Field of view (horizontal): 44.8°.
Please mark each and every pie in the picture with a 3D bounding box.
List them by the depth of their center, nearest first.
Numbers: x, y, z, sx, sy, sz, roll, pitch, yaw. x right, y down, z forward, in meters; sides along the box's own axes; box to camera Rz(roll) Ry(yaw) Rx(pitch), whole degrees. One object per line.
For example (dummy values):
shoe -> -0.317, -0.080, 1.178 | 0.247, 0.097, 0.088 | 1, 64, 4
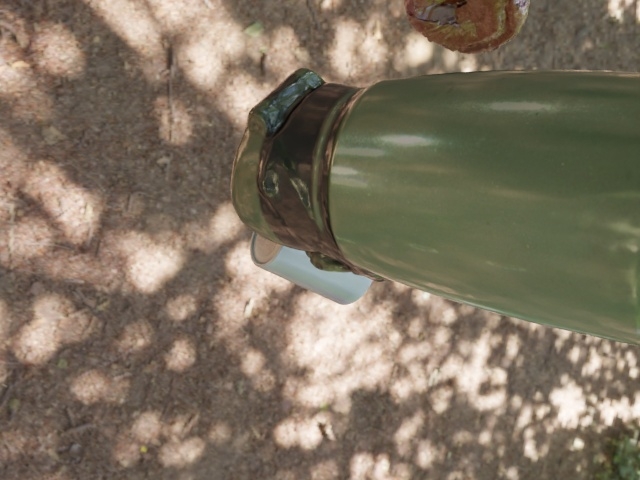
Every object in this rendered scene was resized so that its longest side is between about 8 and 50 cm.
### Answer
pie -> 0.203, -0.338, 1.097 | 0.182, 0.182, 0.050 | 47, 54, -44

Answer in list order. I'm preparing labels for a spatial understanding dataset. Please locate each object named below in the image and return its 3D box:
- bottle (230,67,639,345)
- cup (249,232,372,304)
bottle -> 0.089, -0.039, 0.552 | 0.168, 0.346, 0.169 | -20, 115, -52
cup -> 0.000, 0.000, 0.763 | 0.116, 0.074, 0.104 | 23, 90, -34
